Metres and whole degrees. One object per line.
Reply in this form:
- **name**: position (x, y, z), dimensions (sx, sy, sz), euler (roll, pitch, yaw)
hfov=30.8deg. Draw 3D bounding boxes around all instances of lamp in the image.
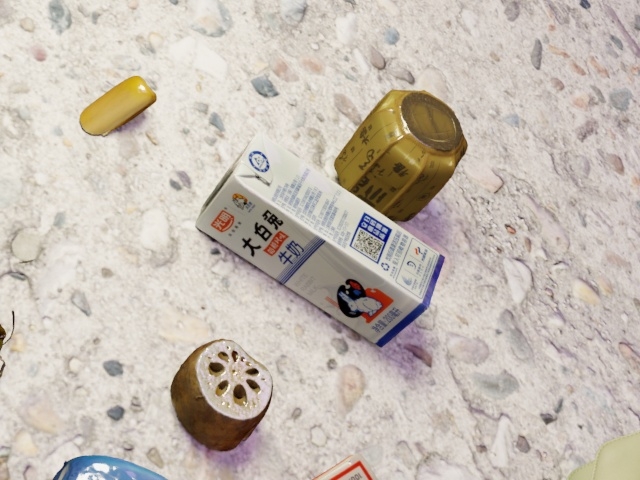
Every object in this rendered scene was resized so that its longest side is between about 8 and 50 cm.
- **lamp**: position (0.115, -0.121, 1.685), dimensions (0.161, 0.185, 0.161), euler (18, 49, -22)

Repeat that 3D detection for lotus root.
- **lotus root**: position (-0.117, 0.185, 1.397), dimensions (0.122, 0.081, 0.112), euler (43, 53, -2)

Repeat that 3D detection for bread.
- **bread**: position (-0.272, -0.181, 1.566), dimensions (0.049, 0.103, 0.062), euler (56, 3, -3)

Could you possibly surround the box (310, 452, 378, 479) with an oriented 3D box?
- **box**: position (-0.001, 0.347, 1.341), dimensions (0.182, 0.099, 0.133), euler (-22, 75, -41)

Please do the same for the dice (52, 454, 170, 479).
- **dice**: position (-0.224, 0.313, 1.184), dimensions (0.146, 0.146, 0.143), euler (28, 46, -15)

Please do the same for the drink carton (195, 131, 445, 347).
- **drink carton**: position (0.000, 0.000, 1.562), dimensions (0.315, 0.130, 0.106), euler (34, 46, -9)

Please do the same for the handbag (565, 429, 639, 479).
- **handbag**: position (0.394, 0.421, 1.463), dimensions (0.160, 0.237, 0.358), euler (37, 46, -10)

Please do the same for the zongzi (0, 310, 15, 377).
- **zongzi**: position (-0.439, 0.061, 1.267), dimensions (0.187, 0.084, 0.184), euler (7, 46, -38)
